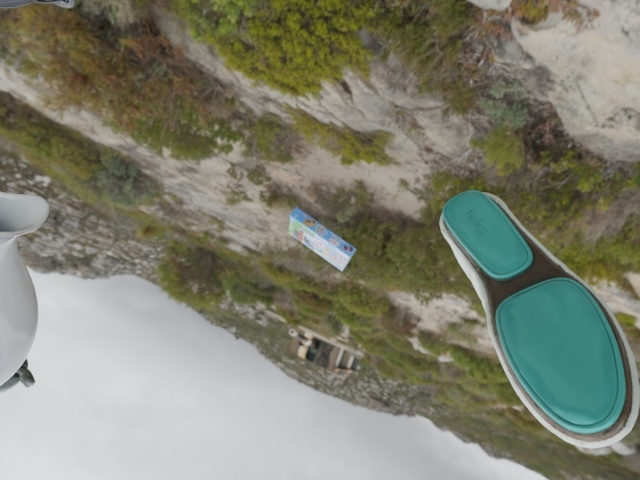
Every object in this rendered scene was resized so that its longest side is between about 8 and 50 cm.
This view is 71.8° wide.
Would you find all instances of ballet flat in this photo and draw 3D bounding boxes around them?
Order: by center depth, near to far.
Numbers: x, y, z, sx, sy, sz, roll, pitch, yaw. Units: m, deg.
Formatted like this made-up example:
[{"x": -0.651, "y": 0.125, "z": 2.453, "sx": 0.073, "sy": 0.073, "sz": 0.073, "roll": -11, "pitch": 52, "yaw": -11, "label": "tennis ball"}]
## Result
[{"x": 0.281, "y": 0.085, "z": 0.599, "sx": 0.139, "sy": 0.139, "sz": 0.400, "roll": 30, "pitch": -151, "yaw": -32, "label": "ballet flat"}]

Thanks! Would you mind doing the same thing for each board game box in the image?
[{"x": 0.000, "y": 0.000, "z": 1.321, "sx": 0.211, "sy": 0.039, "sz": 0.160, "roll": 34, "pitch": 162, "yaw": 6, "label": "board game box"}]

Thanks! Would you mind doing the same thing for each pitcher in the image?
[{"x": -0.342, "y": 0.035, "z": 0.390, "sx": 0.178, "sy": 0.207, "sz": 0.125, "roll": 26, "pitch": -154, "yaw": 2, "label": "pitcher"}]

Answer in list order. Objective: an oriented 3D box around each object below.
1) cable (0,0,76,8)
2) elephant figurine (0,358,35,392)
[{"x": -0.176, "y": -0.191, "z": 0.205, "sx": 0.151, "sy": 0.047, "sz": 0.184, "roll": -21, "pitch": 158, "yaw": 4, "label": "cable"}, {"x": -0.754, "y": 0.253, "z": 0.898, "sx": 0.239, "sy": 0.186, "sz": 0.169, "roll": 19, "pitch": -137, "yaw": -54, "label": "elephant figurine"}]
